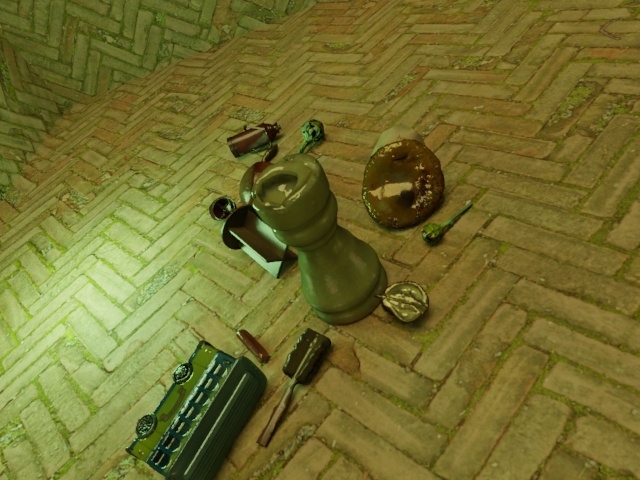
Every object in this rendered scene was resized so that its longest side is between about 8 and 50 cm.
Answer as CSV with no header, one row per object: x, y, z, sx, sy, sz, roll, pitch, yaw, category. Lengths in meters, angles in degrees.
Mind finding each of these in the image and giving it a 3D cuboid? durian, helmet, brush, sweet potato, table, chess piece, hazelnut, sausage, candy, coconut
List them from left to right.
-0.356,-0.118,1.769,0.111,0.057,0.089,-19,85,18,helmet
-0.191,0.290,1.309,0.030,0.035,0.147,-15,33,-35,sausage
-0.185,0.008,1.501,0.167,0.167,0.226,-43,53,-15,table
-0.215,-0.342,1.926,0.041,0.038,0.153,-17,40,47,sweet potato
-0.183,-0.180,1.656,0.214,0.176,0.214,4,55,-5,hazelnut
-0.074,0.359,1.160,0.084,0.071,0.301,15,64,34,brush
-0.085,-0.349,1.838,0.305,0.091,0.083,-56,20,-17,candy
0.000,0.000,1.181,0.234,0.442,0.234,-16,44,16,chess piece
0.258,-0.298,1.530,0.171,0.171,0.183,11,62,36,coconut
0.205,0.160,1.190,0.140,0.071,0.110,8,58,18,durian
0.364,-0.056,1.335,0.194,0.058,0.062,-34,50,-17,candy

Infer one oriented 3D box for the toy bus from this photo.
-0.293,0.422,1.149,0.190,0.152,0.312,9,55,36,toy bus

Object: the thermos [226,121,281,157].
-0.273,-0.435,2.009,0.232,0.099,0.124,-20,80,7,thermos

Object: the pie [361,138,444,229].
0.244,-0.166,1.412,0.273,0.069,0.273,0,92,17,pie
